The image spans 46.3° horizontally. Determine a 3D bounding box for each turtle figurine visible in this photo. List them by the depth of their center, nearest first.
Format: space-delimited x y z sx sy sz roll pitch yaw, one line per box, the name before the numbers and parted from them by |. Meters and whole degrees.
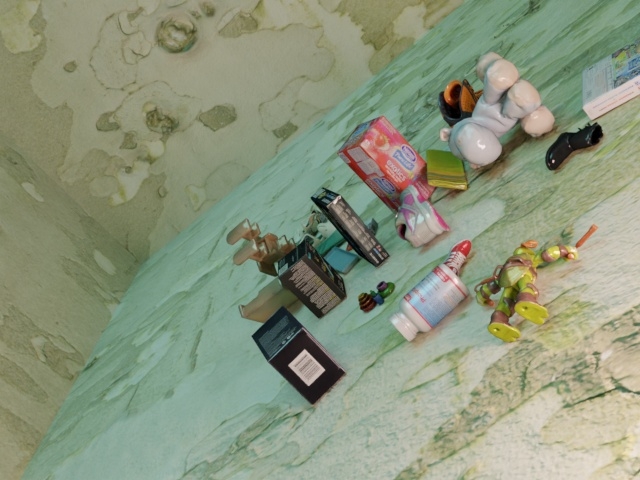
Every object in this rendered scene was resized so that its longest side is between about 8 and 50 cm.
turtle figurine | 0.368 0.067 1.341 0.269 0.087 0.217 -30 22 34

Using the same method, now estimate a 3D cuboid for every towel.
towel | 0.337 -0.198 2.017 0.237 0.102 0.021 -78 -5 -62

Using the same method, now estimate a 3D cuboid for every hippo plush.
hippo plush | 0.411 -0.318 1.893 0.236 0.234 0.294 -40 19 8

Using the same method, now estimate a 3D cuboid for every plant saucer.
plant saucer | 0.055 0.057 2.145 0.067 0.018 0.192 -46 19 -9

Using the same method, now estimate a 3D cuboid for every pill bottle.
pill bottle | 0.218 0.129 1.519 0.160 0.087 0.087 -43 18 1

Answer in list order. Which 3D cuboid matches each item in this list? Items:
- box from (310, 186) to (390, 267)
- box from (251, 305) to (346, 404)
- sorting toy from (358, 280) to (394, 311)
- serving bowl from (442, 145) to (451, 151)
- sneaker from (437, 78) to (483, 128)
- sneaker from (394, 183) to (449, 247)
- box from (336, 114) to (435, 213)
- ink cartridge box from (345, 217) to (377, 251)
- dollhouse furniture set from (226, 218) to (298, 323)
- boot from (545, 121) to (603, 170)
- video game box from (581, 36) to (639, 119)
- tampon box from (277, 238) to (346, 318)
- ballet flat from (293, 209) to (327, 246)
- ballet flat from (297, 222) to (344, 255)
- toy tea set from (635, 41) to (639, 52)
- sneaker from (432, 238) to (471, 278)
box | 0.077 -0.038 1.983 0.051 0.220 0.175 -42 18 -4
box | -0.054 0.256 1.699 0.108 0.153 0.207 -44 18 -5
sorting toy | 0.128 0.127 1.787 0.102 0.042 0.061 -42 18 2
serving bowl | 0.371 -0.254 2.167 0.083 0.027 0.083 -38 17 14
sneaker | 0.440 -0.400 2.105 0.125 0.180 0.321 -26 24 41
sneaker | 0.232 -0.059 1.894 0.111 0.103 0.252 -39 17 7
box | 0.190 -0.205 2.066 0.122 0.257 0.128 -53 20 -22
ink cartridge box | 0.111 -0.015 2.169 0.115 0.029 0.063 -33 21 28
dollhouse furniture set | -0.171 0.095 2.182 0.161 0.212 0.242 -38 54 23
boot | 0.558 -0.207 1.641 0.099 0.045 0.121 -8 38 55
video game box | 0.701 -0.386 1.735 0.187 0.048 0.205 -32 21 35
tampon box | -0.023 0.101 1.974 0.101 0.161 0.120 -40 17 11
ballet flat | -0.053 -0.030 2.498 0.070 0.070 0.188 -16 32 54
ballet flat | 0.000 0.000 2.278 0.247 0.087 0.083 -40 20 9
toy tea set | 0.837 -0.478 1.585 0.336 0.124 0.200 -44 5 -16
sneaker | 0.292 0.049 1.616 0.118 0.042 0.067 -50 14 3
